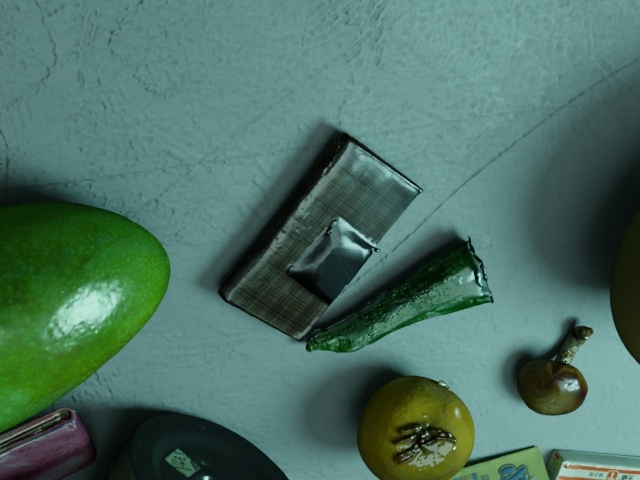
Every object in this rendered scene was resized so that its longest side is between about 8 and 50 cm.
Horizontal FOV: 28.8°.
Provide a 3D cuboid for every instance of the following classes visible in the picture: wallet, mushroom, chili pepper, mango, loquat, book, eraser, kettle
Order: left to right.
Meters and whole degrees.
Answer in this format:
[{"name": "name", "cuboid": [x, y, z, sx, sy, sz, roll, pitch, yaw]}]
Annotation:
[{"name": "mango", "cuboid": [-0.326, 0.081, 1.236, 0.382, 0.201, 0.225, -18, 112, -21]}, {"name": "wallet", "cuboid": [-0.302, 0.231, 1.326, 0.119, 0.025, 0.232, -25, 164, -13]}, {"name": "kettle", "cuboid": [-0.200, 0.402, 1.382, 0.228, 0.321, 0.324, 34, 111, 6]}, {"name": "wallet", "cuboid": [0.000, 0.000, 1.382, 0.124, 0.042, 0.230, 32, 101, -26]}, {"name": "chili pepper", "cuboid": [0.085, 0.077, 1.444, 0.227, 0.059, 0.088, -23, 116, 0]}, {"name": "loquat", "cuboid": [0.114, 0.227, 1.479, 0.141, 0.141, 0.141, -7, 118, -14]}, {"name": "book", "cuboid": [0.216, 0.367, 1.583, 0.192, 0.013, 0.168, -13, 80, -17]}, {"name": "mushroom", "cuboid": [0.295, 0.163, 1.539, 0.088, 0.073, 0.129, 27, 105, 4]}, {"name": "eraser", "cuboid": [0.352, 0.392, 1.691, 0.157, 0.038, 0.230, 8, 112, -21]}]

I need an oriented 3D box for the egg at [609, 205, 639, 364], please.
[{"name": "egg", "cuboid": [0.507, 0.027, 1.403, 0.374, 0.301, 0.301, -27, 121, 9]}]
